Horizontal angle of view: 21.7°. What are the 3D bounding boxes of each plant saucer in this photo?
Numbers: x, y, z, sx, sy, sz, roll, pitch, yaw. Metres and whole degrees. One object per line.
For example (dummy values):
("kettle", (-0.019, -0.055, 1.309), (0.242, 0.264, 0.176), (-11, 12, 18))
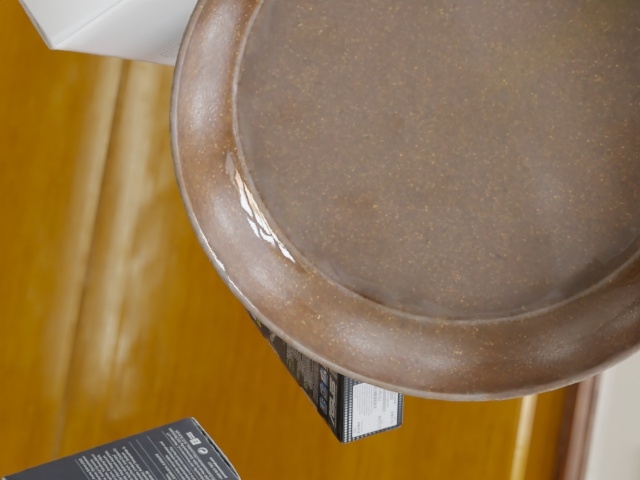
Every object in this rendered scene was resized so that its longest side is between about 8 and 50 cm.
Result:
("plant saucer", (0.041, -0.033, 0.483), (0.168, 0.168, 0.029), (10, 24, 1))

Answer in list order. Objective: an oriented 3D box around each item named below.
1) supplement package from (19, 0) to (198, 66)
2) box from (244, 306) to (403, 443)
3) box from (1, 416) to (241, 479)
("supplement package", (-0.076, -0.209, 0.851), (0.177, 0.175, 0.293), (-33, 0, 7))
("box", (0.000, 0.000, 1.402), (0.060, 0.270, 0.216), (-14, 35, -20))
("box", (-0.192, 0.282, 1.602), (0.207, 0.153, 0.108), (-14, 39, -29))
